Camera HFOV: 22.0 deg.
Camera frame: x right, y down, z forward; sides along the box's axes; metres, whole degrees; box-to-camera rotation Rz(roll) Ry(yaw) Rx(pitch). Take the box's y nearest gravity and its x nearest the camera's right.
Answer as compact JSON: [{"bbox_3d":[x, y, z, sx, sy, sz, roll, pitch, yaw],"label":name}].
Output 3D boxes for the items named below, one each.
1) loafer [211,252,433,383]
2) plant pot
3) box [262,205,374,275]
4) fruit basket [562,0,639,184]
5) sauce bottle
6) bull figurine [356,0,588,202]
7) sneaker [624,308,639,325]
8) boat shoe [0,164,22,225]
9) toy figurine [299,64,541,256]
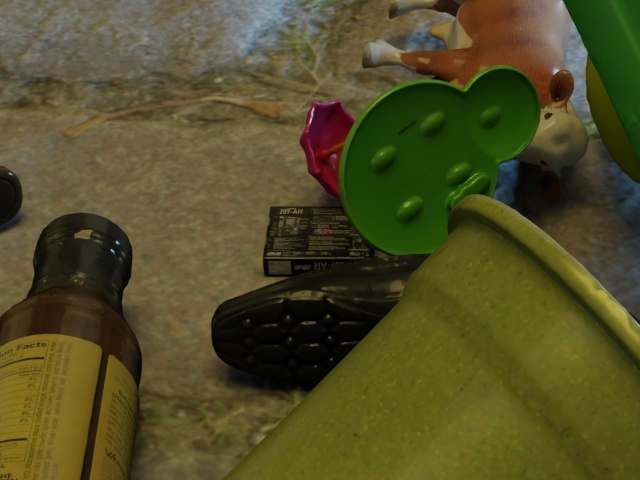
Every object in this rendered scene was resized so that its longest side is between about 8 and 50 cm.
[{"bbox_3d":[0.034,0.050,1.151,0.223,0.076,0.078,-7,24,-3],"label":"loafer"},{"bbox_3d":[0.059,0.161,0.850,0.254,0.276,0.276,-37,45,-7],"label":"plant pot"},{"bbox_3d":[0.000,0.000,1.256,0.083,0.018,0.067,0,37,4],"label":"box"},{"bbox_3d":[0.287,-0.106,1.159,0.392,0.392,0.283,26,45,32],"label":"fruit basket"},{"bbox_3d":[-0.169,0.110,1.052,0.111,0.111,0.344,-1,36,3],"label":"sauce bottle"},{"bbox_3d":[0.134,-0.147,1.369,0.188,0.101,0.310,7,39,8],"label":"bull figurine"},{"bbox_3d":[0.191,0.110,1.033,0.267,0.101,0.106,19,45,27],"label":"sneaker"},{"bbox_3d":[-0.331,-0.020,1.279,0.190,0.068,0.072,-14,25,-30],"label":"boat shoe"},{"bbox_3d":[0.056,-0.079,1.239,0.173,0.130,0.159,-37,26,-13],"label":"toy figurine"}]
